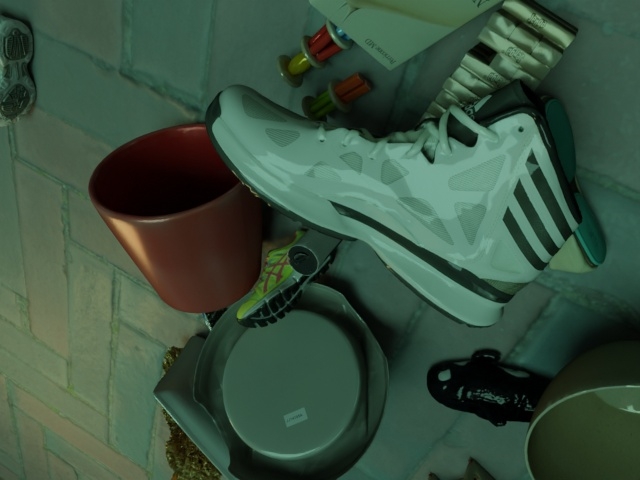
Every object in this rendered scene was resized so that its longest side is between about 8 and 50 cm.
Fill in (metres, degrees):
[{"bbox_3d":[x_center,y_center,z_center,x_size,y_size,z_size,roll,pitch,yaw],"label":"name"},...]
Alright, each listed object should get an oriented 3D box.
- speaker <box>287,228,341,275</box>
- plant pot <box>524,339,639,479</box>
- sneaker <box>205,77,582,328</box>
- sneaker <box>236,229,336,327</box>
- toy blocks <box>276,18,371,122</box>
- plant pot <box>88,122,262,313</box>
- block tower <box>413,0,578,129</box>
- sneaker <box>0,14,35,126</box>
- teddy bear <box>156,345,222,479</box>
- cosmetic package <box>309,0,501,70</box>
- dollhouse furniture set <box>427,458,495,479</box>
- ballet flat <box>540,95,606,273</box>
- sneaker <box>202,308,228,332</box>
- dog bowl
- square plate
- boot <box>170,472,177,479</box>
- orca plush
[{"bbox_3d":[0.000,0.000,0.829,0.055,0.136,0.055,13,123,21],"label":"speaker"},{"bbox_3d":[0.439,0.246,0.695,0.284,0.191,0.284,13,122,22],"label":"plant pot"},{"bbox_3d":[0.098,-0.113,0.601,0.447,0.169,0.258,33,121,-2],"label":"sneaker"},{"bbox_3d":[-0.072,0.064,0.892,0.094,0.208,0.081,39,162,26],"label":"sneaker"},{"bbox_3d":[0.024,-0.245,0.721,0.148,0.054,0.123,-25,103,37],"label":"toy blocks"},{"bbox_3d":[-0.216,-0.027,0.869,0.274,0.275,0.243,13,134,22],"label":"plant pot"},{"bbox_3d":[0.176,-0.144,0.674,0.097,0.091,0.336,36,129,6],"label":"block tower"},{"bbox_3d":[-0.642,-0.344,1.025,0.115,0.090,0.232,34,120,15],"label":"sneaker"},{"bbox_3d":[-0.273,0.370,1.128,0.113,0.338,0.245,-21,104,-8],"label":"teddy bear"},{"bbox_3d":[0.147,-0.328,0.520,0.309,0.113,0.160,-25,149,37],"label":"cosmetic package"},{"bbox_3d":[0.270,0.546,0.977,0.129,0.184,0.129,44,130,-1],"label":"dollhouse furniture set"},{"bbox_3d":[0.297,-0.063,0.669,0.086,0.086,0.249,-13,112,34],"label":"ballet flat"},{"bbox_3d":[-0.223,0.213,1.132,0.073,0.063,0.162,-10,112,37],"label":"sneaker"},{"bbox_3d":[-0.044,0.251,0.904,0.348,0.349,0.102,15,164,21],"label":"dog bowl"},{"bbox_3d":[-0.177,0.366,1.070,0.049,0.344,0.347,-40,96,1],"label":"square plate"},{"bbox_3d":[-0.277,0.536,1.259,0.104,0.211,0.295,37,129,3],"label":"boot"},{"bbox_3d":[0.311,0.286,0.850,0.287,0.102,0.151,20,126,17],"label":"orca plush"}]
